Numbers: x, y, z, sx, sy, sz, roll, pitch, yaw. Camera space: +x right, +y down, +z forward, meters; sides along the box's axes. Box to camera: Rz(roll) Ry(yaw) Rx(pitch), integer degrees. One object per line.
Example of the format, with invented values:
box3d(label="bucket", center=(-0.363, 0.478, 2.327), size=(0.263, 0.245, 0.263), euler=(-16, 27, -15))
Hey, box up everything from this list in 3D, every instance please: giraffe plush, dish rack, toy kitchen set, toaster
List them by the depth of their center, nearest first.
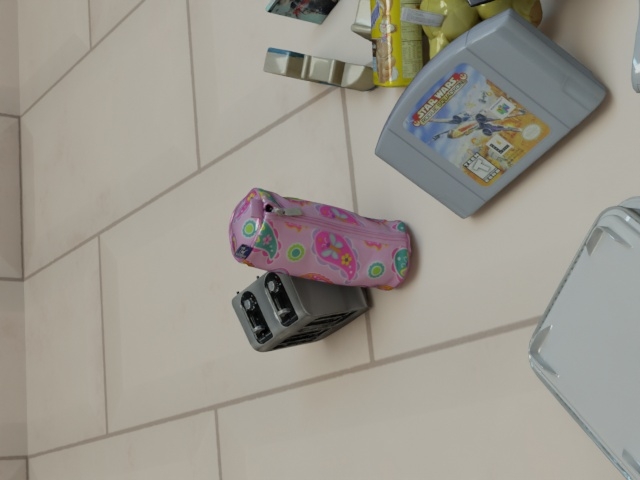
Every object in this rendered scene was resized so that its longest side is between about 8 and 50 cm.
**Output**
box3d(label="dish rack", center=(0.376, 0.127, 1.225), size=(0.333, 0.072, 0.285), euler=(53, 126, 50))
box3d(label="giraffe plush", center=(0.200, -0.308, 1.489), size=(0.181, 0.210, 0.170), euler=(-60, 15, 18))
box3d(label="toaster", center=(-0.028, 0.100, 1.725), size=(0.168, 0.186, 0.110), euler=(-36, 68, 44))
box3d(label="toy kitchen set", center=(0.031, -0.348, 1.777), size=(0.207, 0.122, 0.166), euler=(16, 99, 33))

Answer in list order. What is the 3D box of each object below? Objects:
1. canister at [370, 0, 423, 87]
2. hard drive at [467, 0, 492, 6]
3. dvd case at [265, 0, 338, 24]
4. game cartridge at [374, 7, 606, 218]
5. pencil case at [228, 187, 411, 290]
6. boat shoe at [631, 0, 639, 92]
box3d(label="canister", center=(0.117, -0.326, 1.614), size=(0.126, 0.073, 0.169), euler=(-128, 34, -76))
box3d(label="hard drive", center=(0.274, -0.417, 1.346), size=(0.255, 0.054, 0.172), euler=(-27, 76, 3))
box3d(label="dvd case", center=(-0.026, -0.424, 1.829), size=(0.087, 0.119, 0.013), euler=(-46, 51, 39))
box3d(label="game cartridge", center=(0.214, -0.169, 1.420), size=(0.297, 0.198, 0.062), euler=(-45, 19, 42))
box3d(label="pencil case", center=(0.000, 0.000, 1.601), size=(0.124, 0.284, 0.124), euler=(-40, 43, 52))
box3d(label="boat shoe", center=(0.424, -0.281, 1.249), size=(0.076, 0.083, 0.226), euler=(2, 79, 25))
